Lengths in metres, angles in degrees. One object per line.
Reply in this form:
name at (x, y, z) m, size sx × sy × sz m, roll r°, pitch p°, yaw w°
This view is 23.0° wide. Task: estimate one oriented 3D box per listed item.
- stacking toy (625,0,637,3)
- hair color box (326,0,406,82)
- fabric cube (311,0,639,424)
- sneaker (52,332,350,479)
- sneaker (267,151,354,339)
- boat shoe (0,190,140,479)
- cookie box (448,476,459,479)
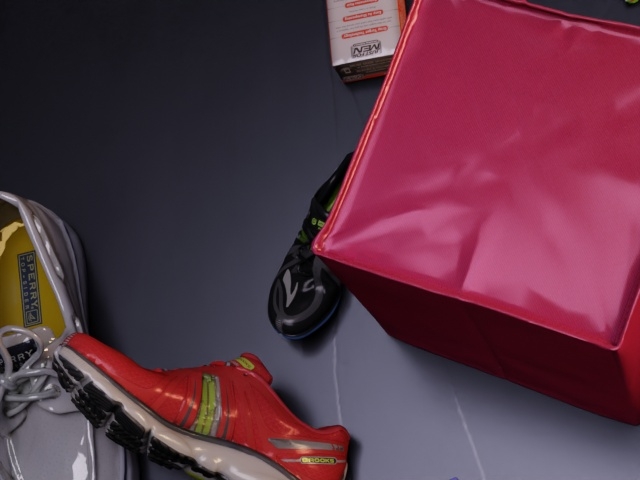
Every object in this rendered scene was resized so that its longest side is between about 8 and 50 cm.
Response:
stacking toy at (0.200, -0.273, 1.481) m, size 0.221 × 0.052 × 0.167 m, roll -23°, pitch 67°, yaw 6°
hair color box at (0.044, -0.228, 1.515) m, size 0.072 × 0.043 × 0.141 m, roll -9°, pitch 69°, yaw 13°
fabric cube at (0.177, -0.028, 1.293) m, size 0.259 × 0.258 × 0.254 m, roll 19°, pitch 79°, yaw 21°
sneaker at (-0.101, 0.144, 1.367) m, size 0.279 × 0.107 × 0.118 m, roll 30°, pitch 69°, yaw -13°
sneaker at (0.000, 0.000, 1.431) m, size 0.067 × 0.078 × 0.188 m, roll 24°, pitch 80°, yaw 22°
boat shoe at (-0.260, 0.117, 1.422) m, size 0.136 × 0.156 × 0.367 m, roll -15°, pitch 68°, yaw 11°
cookie box at (0.089, 0.241, 1.308) m, size 0.092 × 0.107 × 0.040 m, roll -26°, pitch 67°, yaw 6°
